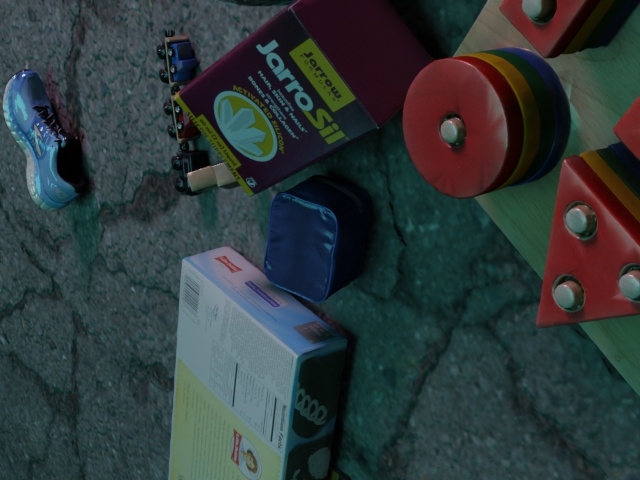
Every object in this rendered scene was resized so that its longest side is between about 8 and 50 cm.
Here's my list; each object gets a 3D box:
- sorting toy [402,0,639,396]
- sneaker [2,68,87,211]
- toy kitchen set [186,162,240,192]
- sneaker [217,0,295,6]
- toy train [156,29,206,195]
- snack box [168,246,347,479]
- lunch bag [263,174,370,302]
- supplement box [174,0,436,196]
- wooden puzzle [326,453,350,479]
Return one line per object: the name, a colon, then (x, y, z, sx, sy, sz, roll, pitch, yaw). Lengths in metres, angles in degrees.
sorting toy: (0.169, -0.065, 0.605, 0.257, 0.089, 0.255, 53, 137, 22)
sneaker: (-0.302, -0.118, 1.179, 0.073, 0.063, 0.162, -15, 96, 33)
toy kitchen set: (-0.077, -0.086, 0.910, 0.068, 0.083, 0.075, 6, -113, -87)
sneaker: (-0.009, -0.247, 0.765, 0.232, 0.090, 0.115, -15, 85, 42)
toy train: (-0.129, -0.119, 0.985, 0.036, 0.027, 0.158, 8, 110, 44)
snack box: (-0.071, 0.190, 0.998, 0.187, 0.060, 0.322, 35, 128, 42)
lunch bag: (0.000, 0.000, 0.848, 0.067, 0.065, 0.098, 24, 121, 25)
supplement box: (-0.015, -0.116, 0.778, 0.104, 0.081, 0.188, 52, 147, -10)
wooden puzzle: (0.007, 0.230, 0.968, 0.049, 0.006, 0.083, 29, 124, 40)
